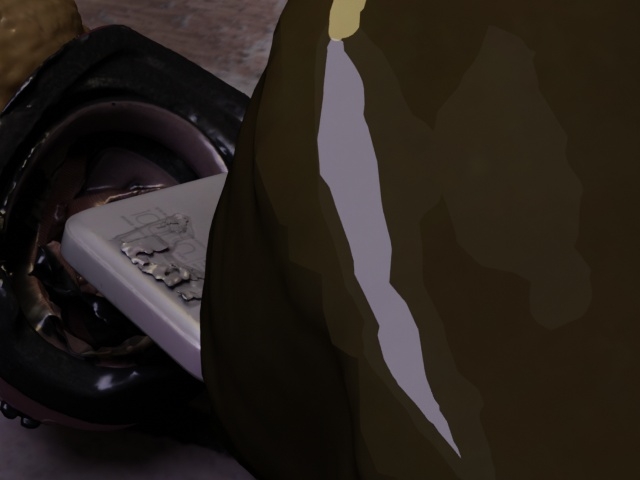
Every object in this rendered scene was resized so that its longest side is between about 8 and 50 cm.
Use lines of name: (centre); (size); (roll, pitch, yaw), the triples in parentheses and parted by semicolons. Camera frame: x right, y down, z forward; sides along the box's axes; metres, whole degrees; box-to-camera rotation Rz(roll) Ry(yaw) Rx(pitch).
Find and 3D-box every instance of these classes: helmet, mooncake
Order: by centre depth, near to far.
mooncake: (0.179, 0.028, 0.680); (0.467, 0.262, 0.467); (3, 63, -6)
helmet: (-0.132, 0.009, 0.992); (0.154, 0.198, 0.253); (-50, 16, 37)

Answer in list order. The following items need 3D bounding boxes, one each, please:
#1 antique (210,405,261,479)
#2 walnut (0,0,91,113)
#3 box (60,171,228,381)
antique: (0.038, 0.115, 0.869); (0.221, 0.080, 0.081); (20, 56, 40)
walnut: (-0.246, -0.083, 1.104); (0.198, 0.198, 0.245); (22, 48, 36)
box: (0.000, 0.000, 0.931); (0.285, 0.044, 0.142); (-17, 43, -43)
